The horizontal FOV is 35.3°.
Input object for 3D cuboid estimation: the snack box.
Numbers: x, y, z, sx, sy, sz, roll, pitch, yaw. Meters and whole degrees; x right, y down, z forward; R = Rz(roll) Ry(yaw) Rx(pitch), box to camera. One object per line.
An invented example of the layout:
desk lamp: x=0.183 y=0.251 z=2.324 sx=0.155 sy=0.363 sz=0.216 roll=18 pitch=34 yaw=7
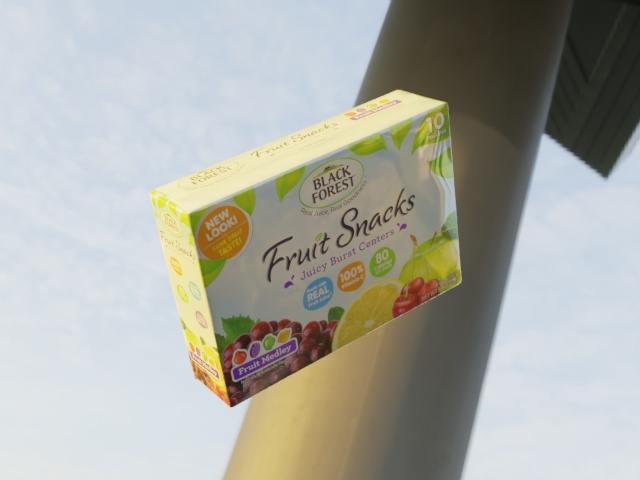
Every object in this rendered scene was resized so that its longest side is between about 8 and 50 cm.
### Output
snack box: x=0.000 y=0.000 z=0.464 sx=0.037 sy=0.141 sz=0.100 roll=26 pitch=-46 yaw=48
